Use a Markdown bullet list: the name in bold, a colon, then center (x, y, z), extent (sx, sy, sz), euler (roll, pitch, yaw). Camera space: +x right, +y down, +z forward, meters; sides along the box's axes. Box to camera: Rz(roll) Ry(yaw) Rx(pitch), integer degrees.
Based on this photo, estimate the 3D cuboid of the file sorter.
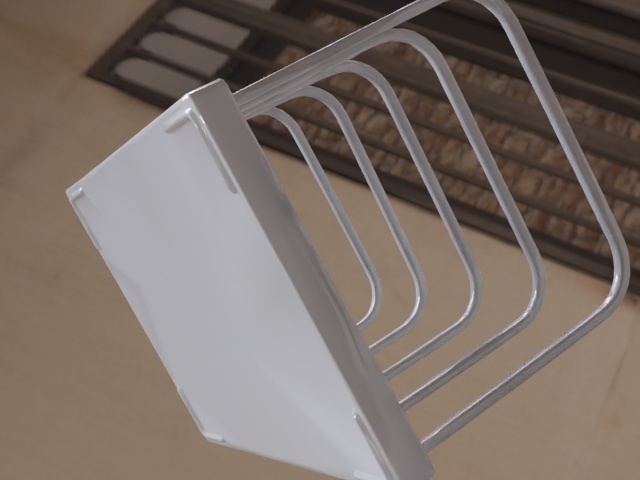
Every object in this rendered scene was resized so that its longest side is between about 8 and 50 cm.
- **file sorter**: center (0.000, 0.000, 0.563), extent (0.173, 0.193, 0.277), euler (-31, 7, -24)
